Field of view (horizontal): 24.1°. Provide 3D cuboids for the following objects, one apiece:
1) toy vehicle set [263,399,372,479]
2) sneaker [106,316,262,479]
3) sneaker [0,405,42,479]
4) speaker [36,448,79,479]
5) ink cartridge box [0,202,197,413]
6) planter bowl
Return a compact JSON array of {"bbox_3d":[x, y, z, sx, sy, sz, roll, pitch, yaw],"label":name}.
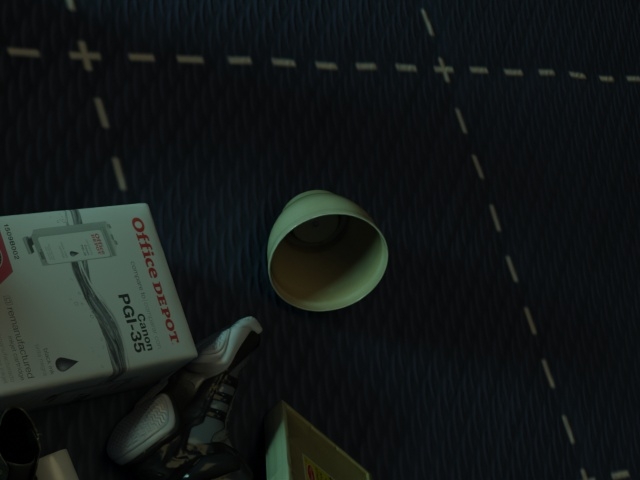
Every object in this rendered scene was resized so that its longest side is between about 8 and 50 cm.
[{"bbox_3d":[0.006,0.315,1.823,0.166,0.035,0.267,42,14,-17],"label":"toy vehicle set"},{"bbox_3d":[-0.130,0.217,1.809,0.153,0.101,0.268,52,50,-9],"label":"sneaker"},{"bbox_3d":[-0.333,0.289,1.564,0.083,0.118,0.222,-3,71,-44],"label":"sneaker"},{"bbox_3d":[-0.280,0.301,1.654,0.055,0.055,0.136,-16,80,-46],"label":"speaker"},{"bbox_3d":[-0.304,0.076,1.707,0.283,0.117,0.207,-8,74,-44],"label":"ink cartridge box"},{"bbox_3d":[0.000,0.000,2.018,0.162,0.162,0.109,27,24,-30],"label":"planter bowl"}]
